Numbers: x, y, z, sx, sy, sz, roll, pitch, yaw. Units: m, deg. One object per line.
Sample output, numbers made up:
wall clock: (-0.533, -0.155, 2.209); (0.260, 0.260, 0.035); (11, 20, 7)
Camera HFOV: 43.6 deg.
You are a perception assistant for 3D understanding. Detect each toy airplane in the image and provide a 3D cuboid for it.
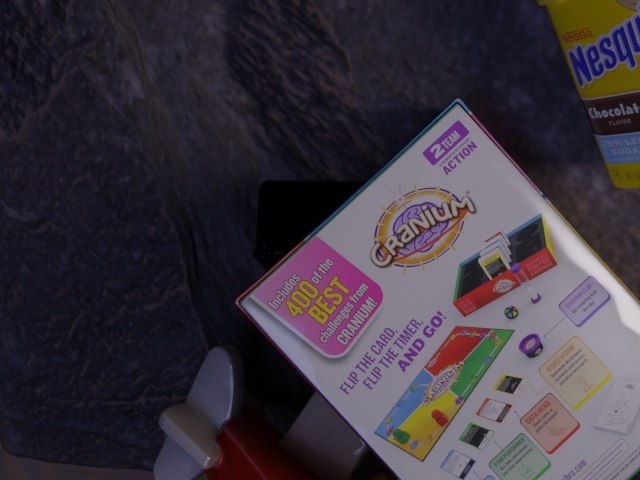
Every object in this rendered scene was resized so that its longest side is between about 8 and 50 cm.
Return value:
toy airplane: (-0.005, 0.281, 0.844); (0.386, 0.272, 0.385); (-22, 65, 47)

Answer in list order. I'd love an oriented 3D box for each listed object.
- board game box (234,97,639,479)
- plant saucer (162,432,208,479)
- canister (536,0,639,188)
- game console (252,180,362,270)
board game box: (0.125, 0.083, 0.653); (0.242, 0.064, 0.316); (-42, 91, -1)
plant saucer: (-0.122, 0.328, 1.052); (0.188, 0.045, 0.188); (26, 127, 16)
canister: (0.228, -0.125, 0.539); (0.126, 0.073, 0.170); (-3, 119, 54)
game console: (0.000, 0.000, 0.806); (0.122, 0.071, 0.107); (3, 148, 31)
